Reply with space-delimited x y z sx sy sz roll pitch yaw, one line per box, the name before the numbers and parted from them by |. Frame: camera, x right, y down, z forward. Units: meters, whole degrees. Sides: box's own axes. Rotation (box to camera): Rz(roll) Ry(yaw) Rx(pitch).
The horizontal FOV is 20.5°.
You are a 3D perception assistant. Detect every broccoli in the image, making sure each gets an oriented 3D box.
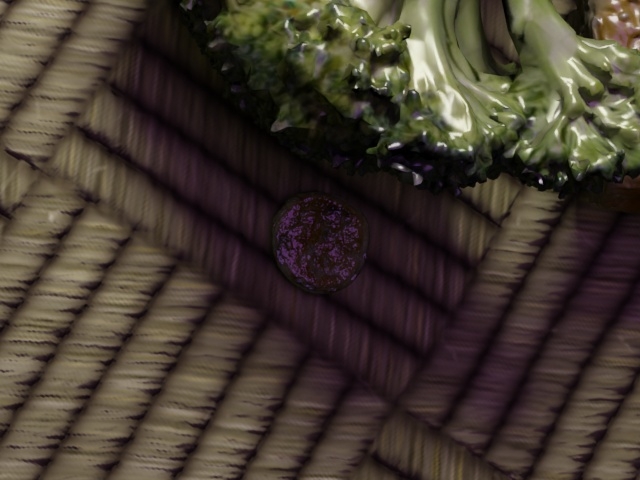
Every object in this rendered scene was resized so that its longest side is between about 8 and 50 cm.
broccoli | 0.056 -0.238 1.260 0.353 0.275 0.397 -2 101 -13

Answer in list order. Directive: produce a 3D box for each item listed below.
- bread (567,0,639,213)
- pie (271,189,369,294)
bread | 0.293 -0.119 1.392 0.246 0.176 0.195 -3 77 -3
pie | -0.001 0.001 1.370 0.084 0.021 0.084 0 90 -20
